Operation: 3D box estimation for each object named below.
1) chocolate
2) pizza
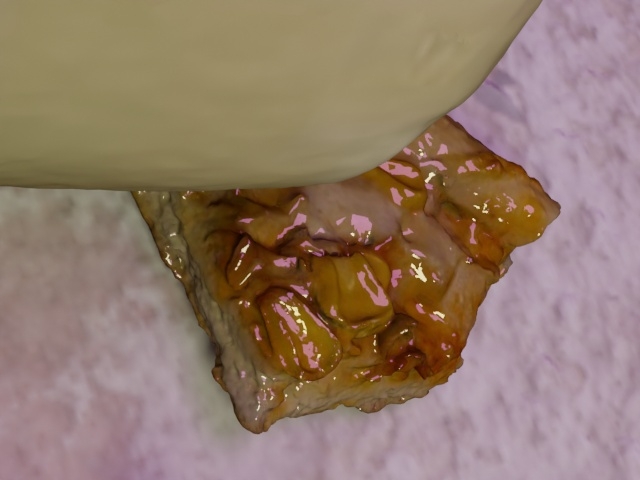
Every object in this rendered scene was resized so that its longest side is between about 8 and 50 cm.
[{"bbox_3d":[-0.053,-0.146,0.514,0.297,0.314,0.326,15,58,-18],"label":"chocolate"},{"bbox_3d":[0.000,0.000,0.669,0.182,0.062,0.161,33,54,-20],"label":"pizza"}]
